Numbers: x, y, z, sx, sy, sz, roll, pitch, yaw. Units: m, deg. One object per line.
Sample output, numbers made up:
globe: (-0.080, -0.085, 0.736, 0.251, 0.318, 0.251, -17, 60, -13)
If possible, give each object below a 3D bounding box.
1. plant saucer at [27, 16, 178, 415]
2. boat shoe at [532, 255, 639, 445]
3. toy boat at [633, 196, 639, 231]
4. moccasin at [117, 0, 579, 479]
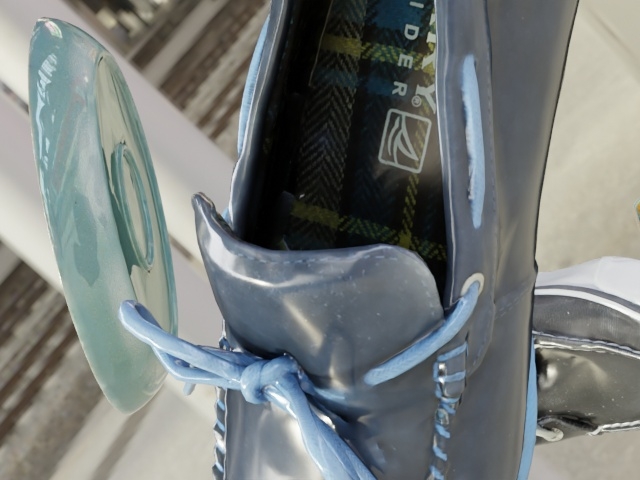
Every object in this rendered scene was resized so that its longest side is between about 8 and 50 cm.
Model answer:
plant saucer: (-0.161, -0.023, 1.101, 0.043, 0.318, 0.317, -11, 16, 2)
boat shoe: (0.114, 0.073, 0.788, 0.102, 0.108, 0.301, -46, 30, -24)
toy boat: (0.264, -0.060, 0.881, 0.148, 0.267, 0.318, 1, 10, 25)
moccasin: (0.000, 0.000, 0.461, 0.137, 0.342, 0.117, 9, 7, 33)
